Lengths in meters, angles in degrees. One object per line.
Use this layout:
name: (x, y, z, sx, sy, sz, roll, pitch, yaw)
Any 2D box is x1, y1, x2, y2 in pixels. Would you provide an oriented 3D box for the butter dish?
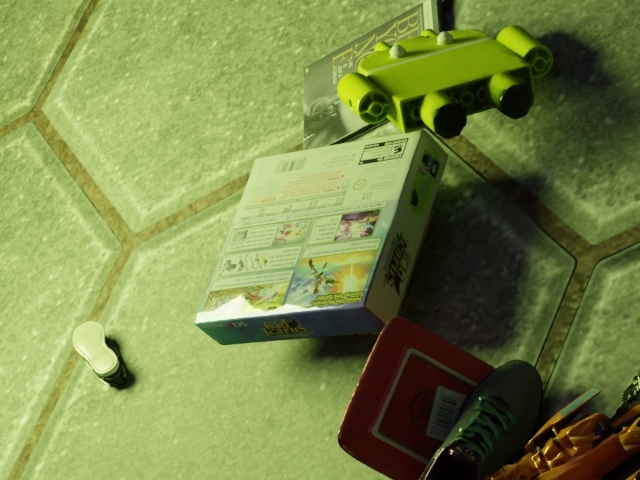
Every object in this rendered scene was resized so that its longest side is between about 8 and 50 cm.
butter dish: (0.091, 0.184, 1.934, 0.118, 0.160, 0.160, -20, 44, 65)

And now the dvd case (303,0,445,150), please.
dvd case: (0.068, -0.211, 2.362, 0.221, 0.018, 0.164, -26, 44, 27)

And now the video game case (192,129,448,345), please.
video game case: (0.000, 0.000, 2.140, 0.270, 0.061, 0.244, -7, 51, 41)

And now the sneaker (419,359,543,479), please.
sneaker: (0.163, 0.208, 1.833, 0.083, 0.098, 0.223, 31, 69, 9)

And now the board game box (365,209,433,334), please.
board game box: (0.045, 0.029, 2.162, 0.141, 0.048, 0.170, -3, 57, 41)

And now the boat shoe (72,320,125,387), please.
boat shoe: (-0.289, 0.150, 2.393, 0.046, 0.038, 0.125, -34, 38, -11)

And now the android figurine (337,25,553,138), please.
android figurine: (0.145, -0.196, 2.165, 0.248, 0.056, 0.273, -16, 27, -9)

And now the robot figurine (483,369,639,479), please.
robot figurine: (0.306, 0.205, 1.735, 0.291, 0.085, 0.211, -39, 40, 13)
